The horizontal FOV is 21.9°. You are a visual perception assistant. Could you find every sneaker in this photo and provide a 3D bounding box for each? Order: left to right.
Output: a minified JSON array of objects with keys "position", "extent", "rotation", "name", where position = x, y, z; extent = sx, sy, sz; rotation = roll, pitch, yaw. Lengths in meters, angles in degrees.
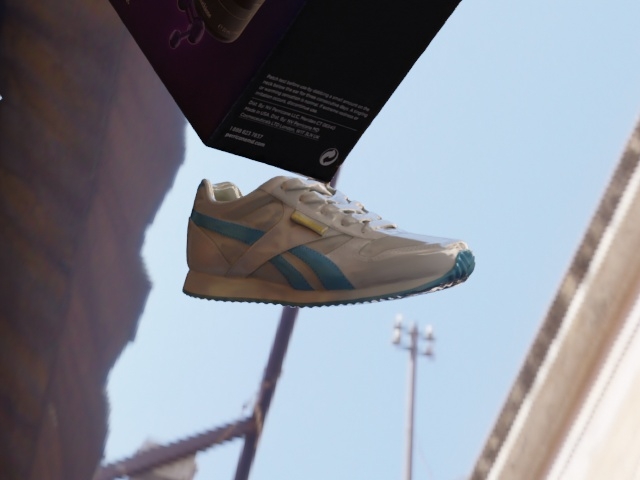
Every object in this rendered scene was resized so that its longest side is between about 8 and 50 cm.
[{"position":[0.000,0.000,1.169],"extent":[0.229,0.087,0.092],"rotation":[2,-89,29],"name":"sneaker"}]

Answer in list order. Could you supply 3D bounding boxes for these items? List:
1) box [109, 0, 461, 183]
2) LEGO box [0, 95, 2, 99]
[{"position":[-0.035,-0.189,0.923],"extent":[0.103,0.261,0.184],"rotation":[17,-61,-45],"name":"box"},{"position":[-0.432,-0.155,0.678],"extent":[0.372,0.193,0.500],"rotation":[-34,-80,1],"name":"LEGO box"}]
